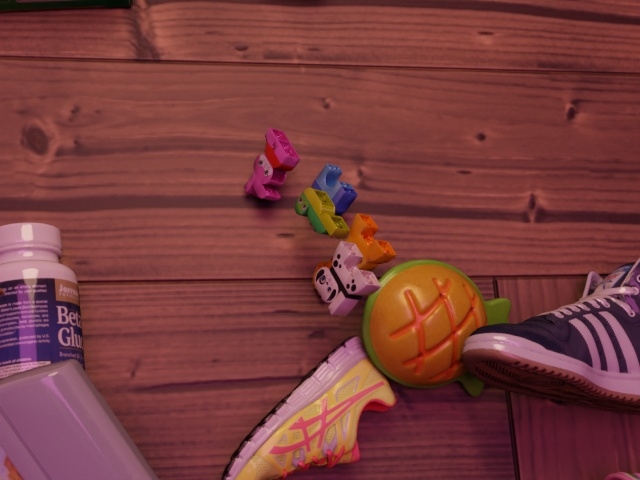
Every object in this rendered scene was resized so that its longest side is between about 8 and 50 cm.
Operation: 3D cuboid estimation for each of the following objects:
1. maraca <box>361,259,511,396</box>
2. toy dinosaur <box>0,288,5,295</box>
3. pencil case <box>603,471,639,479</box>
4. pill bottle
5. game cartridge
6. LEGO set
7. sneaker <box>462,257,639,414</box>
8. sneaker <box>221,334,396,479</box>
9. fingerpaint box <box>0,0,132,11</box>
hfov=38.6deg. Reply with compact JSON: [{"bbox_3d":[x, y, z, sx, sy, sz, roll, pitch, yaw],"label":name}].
[{"bbox_3d":[0.121,0.089,0.911,0.186,0.099,0.127,21,90,-28],"label":"maraca"},{"bbox_3d":[-0.348,0.078,0.834,0.211,0.064,0.112,-47,66,18],"label":"toy dinosaur"},{"bbox_3d":[0.416,0.262,0.889,0.284,0.124,0.124,-8,74,-15],"label":"pencil case"},{"bbox_3d":[-0.271,0.074,0.850,0.094,0.094,0.169,-6,74,-11],"label":"pill bottle"},{"bbox_3d":[-0.291,0.238,0.757,0.297,0.062,0.198,-33,100,0],"label":"game cartridge"},{"bbox_3d":[0.000,0.000,0.924,0.087,0.093,0.227,12,36,-41],"label":"LEGO set"},{"bbox_3d":[0.260,0.080,0.912,0.282,0.099,0.153,16,70,-27],"label":"sneaker"},{"bbox_3d":[-0.008,0.187,0.866,0.208,0.081,0.094,-42,85,-19],"label":"sneaker"},{"bbox_3d":[-0.437,-0.433,0.947,0.445,0.163,0.371,-5,73,-11],"label":"fingerpaint box"}]
